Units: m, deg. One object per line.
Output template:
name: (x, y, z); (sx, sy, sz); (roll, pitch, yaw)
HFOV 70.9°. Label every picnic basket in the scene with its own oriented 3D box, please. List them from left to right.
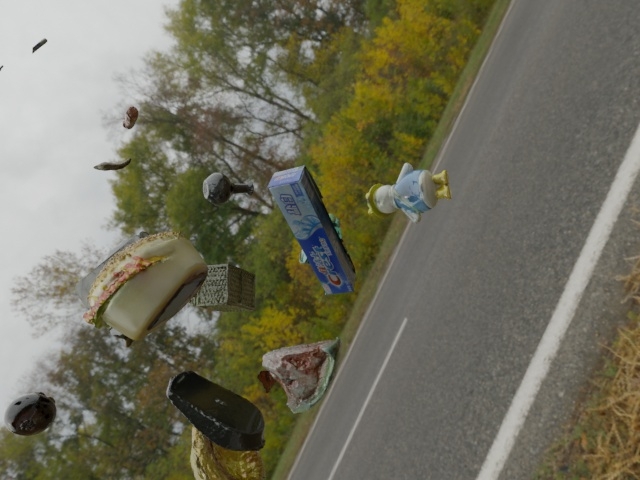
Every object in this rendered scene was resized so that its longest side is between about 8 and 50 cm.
picnic basket: (-0.318, 0.158, 1.446); (0.196, 0.154, 0.134); (39, -134, -68)

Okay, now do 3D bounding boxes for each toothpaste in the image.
toothpaste: (-0.940, -0.652, 1.502); (0.024, 0.015, 0.083); (-50, 23, 44)
toothpaste: (-0.006, -0.008, 0.821); (0.053, 0.066, 0.272); (-77, -31, -46)

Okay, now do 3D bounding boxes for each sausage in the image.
sausage: (-0.564, -0.358, 1.330); (0.158, 0.036, 0.042); (0, 69, 61)

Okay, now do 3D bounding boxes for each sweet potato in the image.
sweet potato: (-0.849, -0.305, 1.838); (0.038, 0.153, 0.041); (-175, 73, -82)

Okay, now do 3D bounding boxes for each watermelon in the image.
watermelon: (-0.041, 0.239, 0.782); (0.071, 0.139, 0.187); (-93, 27, -60)

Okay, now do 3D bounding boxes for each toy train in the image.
toy train: (0.000, 0.000, 1.655); (0.203, 0.112, 0.162); (121, 154, -47)

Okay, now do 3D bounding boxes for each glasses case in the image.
glasses case: (-0.588, 0.099, 1.319); (0.299, 0.114, 0.060); (-36, 0, 19)

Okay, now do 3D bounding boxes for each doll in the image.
doll: (0.210, -0.115, 1.140); (0.241, 0.135, 0.098); (-11, 29, 44)

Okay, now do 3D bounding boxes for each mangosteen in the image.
mangosteen: (-0.850, 0.503, 1.327); (0.140, 0.140, 0.140); (25, -90, -88)

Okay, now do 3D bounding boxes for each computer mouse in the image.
computer mouse: (-0.271, 0.449, 1.156); (0.087, 0.295, 0.168); (-60, -2, 6)

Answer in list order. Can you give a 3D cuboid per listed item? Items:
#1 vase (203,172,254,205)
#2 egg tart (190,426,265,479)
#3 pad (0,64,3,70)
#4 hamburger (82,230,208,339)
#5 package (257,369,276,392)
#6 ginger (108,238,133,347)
vase: (-0.336, -0.192, 1.666); (0.120, 0.183, 0.120); (18, 111, 58)
egg tart: (-0.298, 0.672, 1.355); (0.128, 0.319, 0.319); (-43, -1, 2)
pad: (-1.211, -0.463, 1.557); (0.270, 0.012, 0.268); (-28, 46, 27)
hamburger: (-0.416, 0.101, 1.092); (0.276, 0.179, 0.294); (-48, -3, 17)
package: (-0.180, 0.486, 1.625); (0.111, 0.033, 0.077); (-42, -52, -40)
ginger: (-0.673, 0.177, 1.707); (0.211, 0.358, 0.413); (2, -45, -45)
